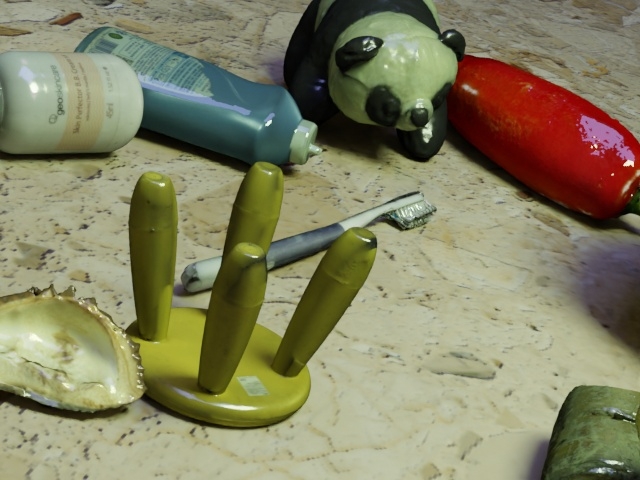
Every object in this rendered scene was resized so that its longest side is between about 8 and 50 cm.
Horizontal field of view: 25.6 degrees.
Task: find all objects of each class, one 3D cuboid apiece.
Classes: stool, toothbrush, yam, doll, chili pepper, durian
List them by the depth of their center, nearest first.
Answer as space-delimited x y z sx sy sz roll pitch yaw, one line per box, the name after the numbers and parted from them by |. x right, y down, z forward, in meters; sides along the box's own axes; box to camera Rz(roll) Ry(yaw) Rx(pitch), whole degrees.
-0.152 0.059 0.746 0.130 0.052 0.066 14 62 2 | durian
0.157 0.116 0.764 0.069 0.070 0.146 21 25 10 | yam
-0.047 0.028 0.773 0.135 0.110 0.134 16 22 -4 | stool
0.000 0.000 0.980 0.026 0.024 0.288 42 31 20 | toothbrush
0.048 -0.158 1.229 0.143 0.135 0.234 11 27 -8 | doll
0.195 -0.104 1.264 0.137 0.092 0.368 15 22 -42 | chili pepper

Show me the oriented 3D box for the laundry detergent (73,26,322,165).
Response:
-0.093 -0.107 1.106 0.206 0.061 0.096 20 21 8 | laundry detergent

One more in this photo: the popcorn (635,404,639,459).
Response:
0.275 0.128 0.658 0.266 0.192 0.233 29 14 -14 | popcorn

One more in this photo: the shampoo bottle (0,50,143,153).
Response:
-0.219 -0.097 0.984 0.192 0.074 0.074 -3 30 -39 | shampoo bottle
